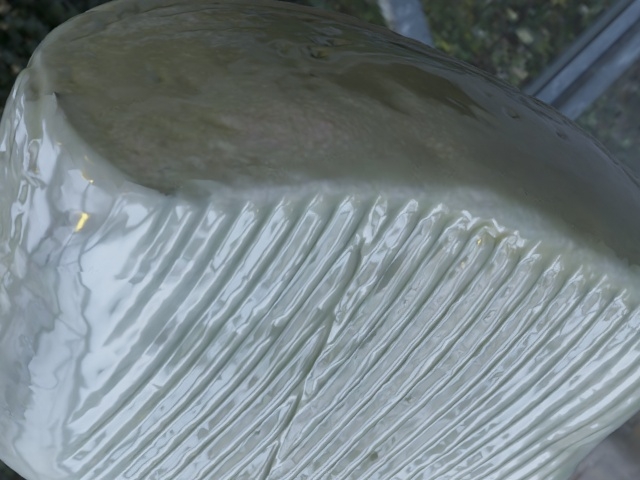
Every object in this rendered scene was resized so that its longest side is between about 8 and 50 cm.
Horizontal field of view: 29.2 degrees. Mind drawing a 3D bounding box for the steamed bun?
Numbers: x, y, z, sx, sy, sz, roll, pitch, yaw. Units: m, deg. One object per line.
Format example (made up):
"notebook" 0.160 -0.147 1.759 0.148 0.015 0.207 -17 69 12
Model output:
"steamed bun" 0.002 -0.002 0.666 0.383 0.247 0.236 9 -140 -27
